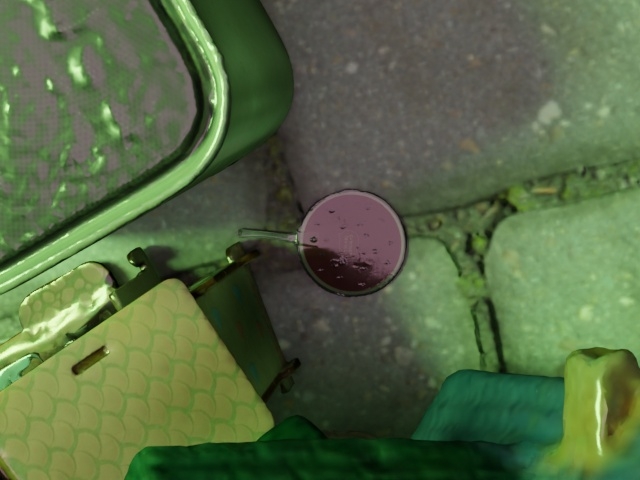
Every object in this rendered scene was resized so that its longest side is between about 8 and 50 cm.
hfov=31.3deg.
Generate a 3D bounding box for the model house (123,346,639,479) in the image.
[{"bbox_3d":[0.067,0.237,0.699,0.382,0.334,0.343,0,87,-24],"label":"model house"}]

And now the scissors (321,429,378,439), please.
[{"bbox_3d":[0.086,0.214,0.896,0.317,0.024,0.160,-11,98,8],"label":"scissors"}]

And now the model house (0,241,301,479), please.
[{"bbox_3d":[-0.187,0.131,0.810,0.326,0.244,0.169,-29,98,12],"label":"model house"}]

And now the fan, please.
[{"bbox_3d":[0.000,0.000,0.881,0.133,0.005,0.085,6,101,6],"label":"fan"}]

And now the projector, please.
[{"bbox_3d":[-0.180,-0.124,0.760,0.248,0.249,0.248,-29,95,11],"label":"projector"}]
